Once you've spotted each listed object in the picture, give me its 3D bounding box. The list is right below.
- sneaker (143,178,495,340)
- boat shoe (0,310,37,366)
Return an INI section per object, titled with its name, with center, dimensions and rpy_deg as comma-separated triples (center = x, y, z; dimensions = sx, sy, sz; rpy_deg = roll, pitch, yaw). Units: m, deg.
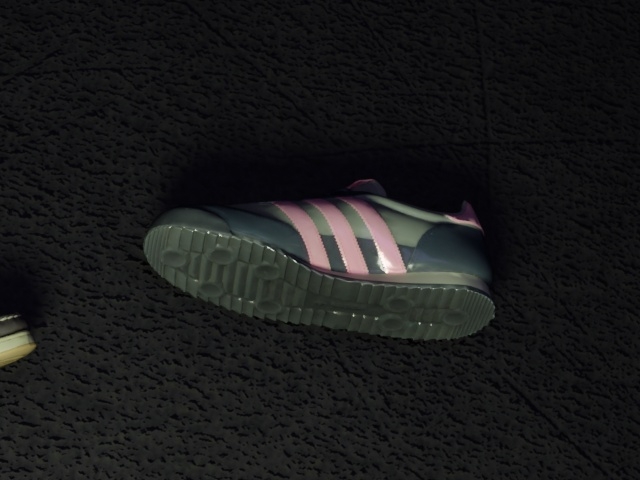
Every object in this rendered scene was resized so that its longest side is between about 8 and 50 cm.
[sneaker]
center = 0.000, 0.000, 1.550
dimensions = 0.319, 0.112, 0.131
rpy_deg = 12, 53, -14
[boat shoe]
center = -0.379, 0.084, 1.411
dimensions = 0.285, 0.103, 0.092
rpy_deg = -11, 80, -12
